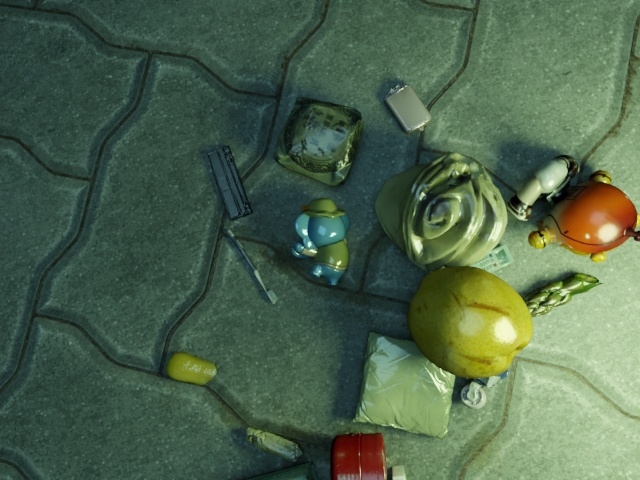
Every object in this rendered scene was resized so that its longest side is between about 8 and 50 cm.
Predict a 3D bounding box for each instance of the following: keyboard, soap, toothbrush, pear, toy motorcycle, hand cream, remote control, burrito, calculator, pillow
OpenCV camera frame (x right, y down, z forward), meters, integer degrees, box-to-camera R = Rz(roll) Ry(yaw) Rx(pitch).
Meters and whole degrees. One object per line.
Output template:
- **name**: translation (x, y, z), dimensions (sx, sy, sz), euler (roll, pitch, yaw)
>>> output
- **keyboard**: translation (-0.305, -0.192, 1.516), dimensions (0.087, 0.017, 0.250), euler (-21, 83, 3)
- **soap**: translation (-0.412, 0.415, 1.456), dimensions (0.169, 0.033, 0.089), euler (16, 88, 8)
- **toothbrush**: translation (-0.222, 0.080, 1.474), dimensions (0.026, 0.024, 0.288), euler (-35, 81, 1)
- **pear**: translation (0.397, 0.220, 1.242), dimensions (0.314, 0.314, 0.314), euler (-1, 84, 7)
- **toy motorcycle**: translation (0.488, 0.372, 1.333), dimensions (0.112, 0.112, 0.254), euler (36, 88, 9)
- **hand cream**: translation (0.114, 0.659, 1.275), dimensions (0.149, 0.230, 0.230), euler (-8, 83, 6)
- **remote control**: translation (0.502, 0.071, 1.389), dimensions (0.162, 0.029, 0.061), euler (-23, 84, -1)
- **burrito**: translation (-0.144, 0.628, 1.397), dimensions (0.188, 0.045, 0.058), euler (17, 93, 6)
- **calculator**: translation (0.281, -0.423, 1.463), dimensions (0.100, 0.032, 0.175), euler (-31, 82, 3)
- **pillow**: translation (0.255, 0.428, 1.358), dimensions (0.281, 0.076, 0.274), euler (10, 87, 2)

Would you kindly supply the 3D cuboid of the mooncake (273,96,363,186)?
- **mooncake**: translation (-0.004, -0.319, 1.435), dimensions (0.250, 0.136, 0.254), euler (19, 87, 4)

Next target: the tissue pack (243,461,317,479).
- **tissue pack**: translation (-0.172, 0.845, 1.320), dimensions (0.388, 0.162, 0.287), euler (-17, 85, 5)

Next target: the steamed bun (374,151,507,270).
- **steamed bun**: translation (0.358, -0.092, 1.313), dimensions (0.339, 0.247, 0.352), euler (-39, 77, 0)

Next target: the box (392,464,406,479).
- **box**: translation (0.241, 0.747, 1.319), dimensions (0.040, 0.084, 0.154), euler (-11, 82, 5)

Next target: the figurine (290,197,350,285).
- **figurine**: translation (0.003, 0.000, 1.394), dimensions (0.180, 0.154, 0.262), euler (7, 81, -4)

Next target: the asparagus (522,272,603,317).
- **asparagus**: translation (0.682, 0.161, 1.336), dimensions (0.287, 0.080, 0.080), euler (-30, 82, 3)

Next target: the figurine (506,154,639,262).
- **figurine**: translation (0.737, -0.087, 1.293), dimensions (0.320, 0.196, 0.323), euler (-44, 71, -6)
